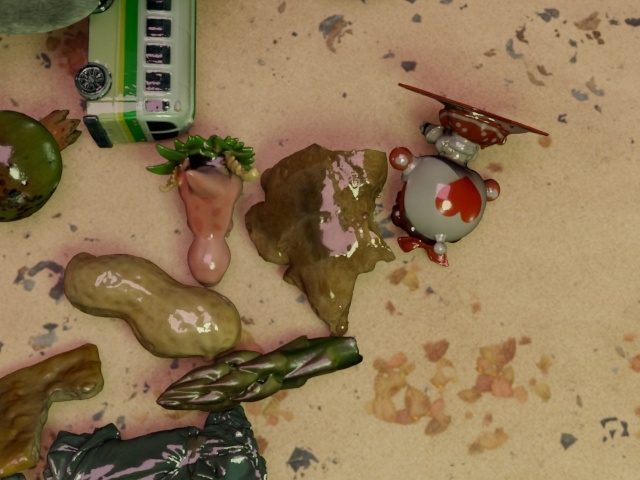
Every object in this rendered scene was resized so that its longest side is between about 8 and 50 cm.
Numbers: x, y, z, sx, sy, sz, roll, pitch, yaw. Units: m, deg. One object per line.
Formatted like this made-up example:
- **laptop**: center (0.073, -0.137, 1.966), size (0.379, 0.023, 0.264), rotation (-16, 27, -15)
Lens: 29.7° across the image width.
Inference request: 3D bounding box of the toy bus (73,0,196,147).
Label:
- **toy bus**: center (-0.260, -0.281, 1.729), size (0.164, 0.134, 0.276), rotation (0, 77, 0)

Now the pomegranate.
- **pomegranate**: center (-0.421, -0.114, 1.687), size (0.159, 0.159, 0.205), rotation (42, 55, 9)

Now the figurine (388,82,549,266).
- **figurine**: center (0.180, -0.079, 1.684), size (0.160, 0.183, 0.226), rotation (25, 100, 45)

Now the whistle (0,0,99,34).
- **whistle**: center (-0.324, -0.405, 1.595), size (0.404, 0.188, 0.168), rotation (-13, 74, -1)

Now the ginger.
- **ginger**: center (0.000, 0.000, 1.669), size (0.218, 0.123, 0.270), rotation (1, 83, 18)

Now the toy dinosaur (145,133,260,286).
- **toy dinosaur**: center (-0.170, -0.048, 1.666), size (0.152, 0.194, 0.177), rotation (6, 54, -8)

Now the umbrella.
- **umbrella**: center (-0.247, 0.309, 1.602), size (0.348, 0.094, 0.143), rotation (-10, 53, -9)

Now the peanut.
- **peanut**: center (-0.232, 0.086, 1.654), size (0.263, 0.101, 0.117), rotation (27, 61, 6)

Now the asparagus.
- **asparagus**: center (-0.086, 0.181, 1.638), size (0.287, 0.080, 0.080), rotation (-16, 76, -19)

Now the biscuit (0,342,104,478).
- **biscuit**: center (-0.368, 0.222, 1.611), size (0.183, 0.039, 0.174), rotation (-24, 39, -8)
